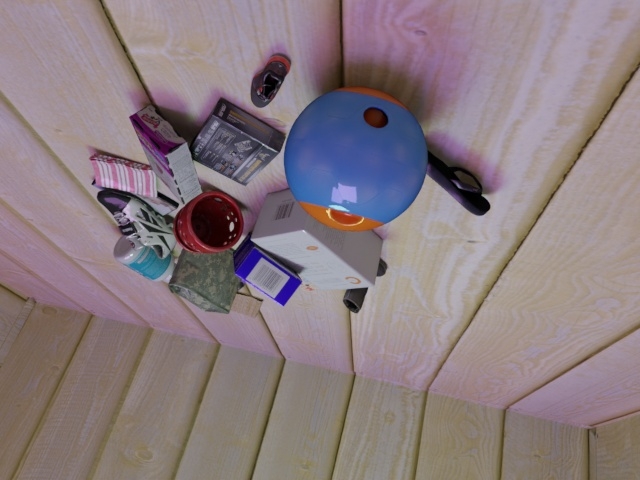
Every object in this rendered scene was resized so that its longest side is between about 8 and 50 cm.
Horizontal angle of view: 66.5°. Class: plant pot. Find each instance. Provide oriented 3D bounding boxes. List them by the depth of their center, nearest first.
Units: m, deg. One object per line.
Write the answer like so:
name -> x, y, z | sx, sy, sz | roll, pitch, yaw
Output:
plant pot -> -0.368, -0.048, 1.557 | 0.191, 0.191, 0.174 | 32, 152, -31

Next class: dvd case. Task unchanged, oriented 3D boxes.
dvd case -> -0.633, -0.157, 1.668 | 0.253, 0.022, 0.180 | 33, 149, -31

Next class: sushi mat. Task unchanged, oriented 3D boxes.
sushi mat -> -0.382, 0.329, 2.488 | 0.152, 0.019, 0.316 | 19, 154, -6

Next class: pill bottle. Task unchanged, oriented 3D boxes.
pill bottle -> -0.712, 0.078, 2.030 | 0.146, 0.146, 0.264 | -3, 148, 33

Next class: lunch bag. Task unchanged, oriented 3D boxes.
lunch bag -> -0.448, 0.122, 1.873 | 0.169, 0.235, 0.287 | 0, 150, 33

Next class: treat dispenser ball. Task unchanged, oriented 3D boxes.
treat dispenser ball -> 0.070, -0.162, 0.986 | 0.289, 0.288, 0.288 | 12, 153, 6

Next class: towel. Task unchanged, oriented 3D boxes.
towel -> -0.616, -0.198, 1.536 | 0.197, 0.029, 0.144 | 12, 147, -6

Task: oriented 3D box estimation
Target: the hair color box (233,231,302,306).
hair color box -> -0.181, 0.083, 1.595 | 0.185, 0.110, 0.339 | 37, 179, -14

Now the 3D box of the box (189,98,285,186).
box -> -0.221, -0.241, 1.246 | 0.183, 0.056, 0.231 | 26, 153, -21

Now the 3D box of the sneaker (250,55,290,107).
sneaker -> -0.117, -0.320, 1.026 | 0.061, 0.064, 0.158 | 23, 152, -15

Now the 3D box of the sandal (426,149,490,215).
sandal -> 0.320, -0.137, 1.131 | 0.255, 0.097, 0.054 | 31, 123, -29

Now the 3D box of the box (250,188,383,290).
box -> 0.000, 0.000, 1.473 | 0.215, 0.168, 0.345 | -9, 144, 39

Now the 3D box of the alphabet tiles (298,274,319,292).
alphabet tiles -> -0.123, 0.143, 1.983 | 0.284, 0.021, 0.278 | 28, 151, -23

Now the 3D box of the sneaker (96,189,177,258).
sneaker -> -0.641, -0.048, 1.703 | 0.123, 0.146, 0.331 | -9, 144, 42

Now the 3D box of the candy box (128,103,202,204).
candy box -> -0.401, -0.220, 1.289 | 0.159, 0.071, 0.233 | 46, 159, 17

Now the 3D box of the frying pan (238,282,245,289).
frying pan -> -0.488, 0.198, 2.263 | 0.326, 0.053, 0.197 | -18, 138, 43

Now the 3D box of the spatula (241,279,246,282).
spatula -> -0.450, 0.111, 2.084 | 0.297, 0.030, 0.084 | 21, 152, -11

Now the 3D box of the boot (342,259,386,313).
boot -> 0.150, 0.147, 1.632 | 0.076, 0.208, 0.189 | -4, 148, 32
